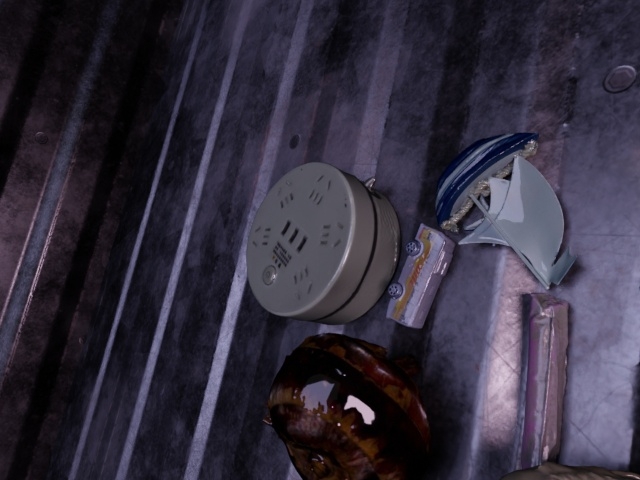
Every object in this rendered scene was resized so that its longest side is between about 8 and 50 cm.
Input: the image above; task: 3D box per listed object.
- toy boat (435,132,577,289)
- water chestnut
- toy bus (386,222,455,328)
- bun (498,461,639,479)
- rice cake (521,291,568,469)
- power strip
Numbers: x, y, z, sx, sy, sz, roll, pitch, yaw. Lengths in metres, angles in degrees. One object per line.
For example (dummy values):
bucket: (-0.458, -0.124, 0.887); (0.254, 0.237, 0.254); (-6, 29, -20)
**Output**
toy boat: (0.296, -0.045, 0.772); (0.210, 0.070, 0.292); (-26, 60, 40)
water chestnut: (0.062, 0.281, 0.774); (0.299, 0.299, 0.300); (-19, 62, 40)
toy bus: (0.185, 0.068, 0.845); (0.075, 0.064, 0.191); (25, 93, 42)
bun: (0.306, 0.362, 0.410); (0.359, 0.359, 0.211); (4, 85, 47)
rice cake: (0.323, 0.208, 0.654); (0.049, 0.055, 0.270); (-4, 74, 50)
power strip: (0.000, 0.000, 0.990); (0.357, 0.161, 0.358); (-19, 61, 40)
